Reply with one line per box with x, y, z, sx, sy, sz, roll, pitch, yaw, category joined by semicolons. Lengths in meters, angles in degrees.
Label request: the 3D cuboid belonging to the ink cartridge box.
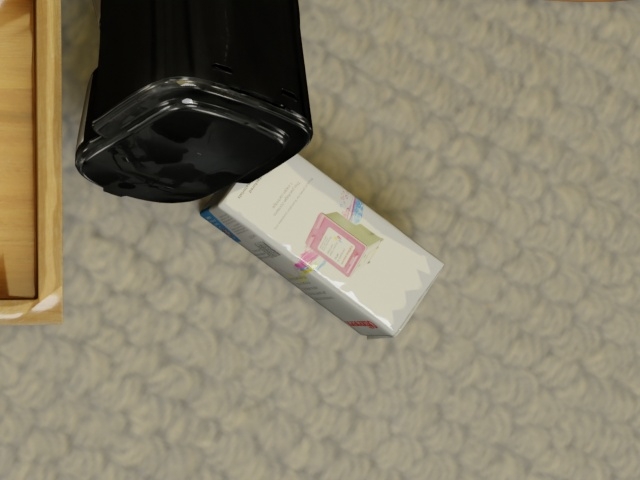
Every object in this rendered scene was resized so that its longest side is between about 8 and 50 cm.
0.000;0.000;1.098;0.122;0.088;0.052;38;81;-7;ink cartridge box

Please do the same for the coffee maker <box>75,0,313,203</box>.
-0.065;-0.130;1.018;0.120;0.171;0.178;4;62;-17;coffee maker

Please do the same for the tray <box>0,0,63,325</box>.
-0.346;-0.054;1.048;0.411;0.076;0.203;0;89;-9;tray
